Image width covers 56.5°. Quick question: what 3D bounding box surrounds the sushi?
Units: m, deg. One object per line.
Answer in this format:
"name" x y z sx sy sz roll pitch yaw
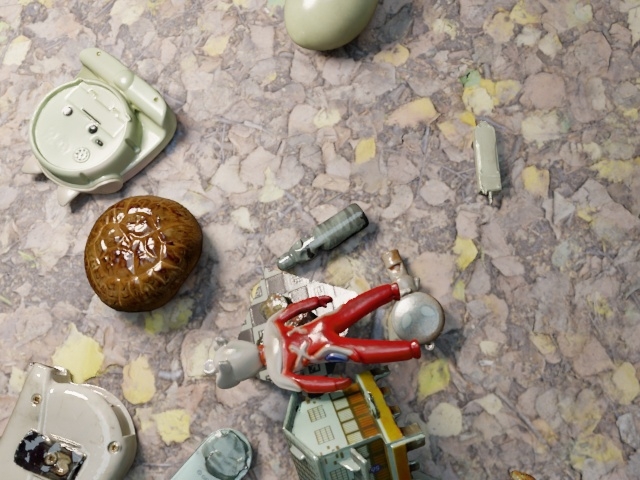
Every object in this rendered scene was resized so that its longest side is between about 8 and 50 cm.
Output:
"sushi" -0.066 0.171 1.165 0.232 0.047 0.219 13 76 29

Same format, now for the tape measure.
"tape measure" -0.492 0.391 1.135 0.265 0.130 0.258 19 76 7

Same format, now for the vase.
"vase" 0.000 0.000 1.243 0.211 0.060 0.060 -33 77 -4

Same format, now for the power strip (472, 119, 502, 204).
"power strip" 0.358 -0.167 1.281 0.048 0.030 0.191 -2 76 1

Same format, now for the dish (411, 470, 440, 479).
"dish" 0.146 0.548 1.091 0.182 0.080 0.243 20 79 7

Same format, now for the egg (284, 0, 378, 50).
"egg" 0.025 -0.525 1.304 0.187 0.186 0.253 39 77 11

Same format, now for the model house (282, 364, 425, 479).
"model house" 0.061 0.371 1.048 0.215 0.224 0.198 -16 32 -5

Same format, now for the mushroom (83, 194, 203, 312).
"mushroom" -0.363 0.022 1.213 0.253 0.153 0.253 -4 70 10

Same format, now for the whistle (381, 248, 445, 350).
"whistle" 0.181 0.121 1.209 0.107 0.057 0.220 -26 71 10

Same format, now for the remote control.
"remote control" -0.230 0.468 1.141 0.104 0.052 0.247 42 81 10

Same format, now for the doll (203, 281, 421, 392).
"doll" -0.024 0.187 1.069 0.384 0.099 0.188 -11 51 -1

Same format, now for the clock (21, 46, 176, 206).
"clock" -0.500 -0.234 1.298 0.265 0.108 0.324 38 81 10

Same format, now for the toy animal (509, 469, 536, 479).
"toy animal" 0.415 0.541 1.091 0.099 0.057 0.241 -37 77 -7

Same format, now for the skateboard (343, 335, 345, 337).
"skateboard" 0.029 0.195 1.180 0.064 0.083 0.032 40 82 12
